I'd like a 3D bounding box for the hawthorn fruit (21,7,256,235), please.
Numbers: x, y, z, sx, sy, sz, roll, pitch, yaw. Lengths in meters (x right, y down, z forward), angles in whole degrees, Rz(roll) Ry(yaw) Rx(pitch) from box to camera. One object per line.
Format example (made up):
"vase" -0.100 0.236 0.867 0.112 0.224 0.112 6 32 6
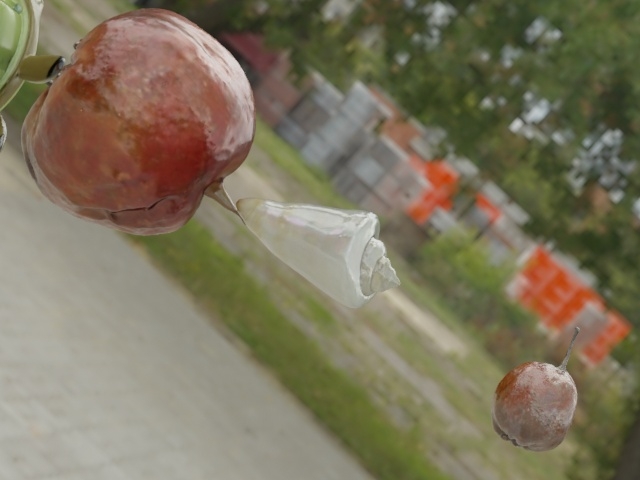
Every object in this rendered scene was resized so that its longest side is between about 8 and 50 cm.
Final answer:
"hawthorn fruit" -0.162 -0.100 1.773 0.271 0.242 0.242 37 5 -12

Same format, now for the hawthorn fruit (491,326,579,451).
"hawthorn fruit" 0.175 0.115 1.322 0.067 0.103 0.067 38 -10 8

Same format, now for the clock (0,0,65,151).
"clock" -0.291 -0.155 1.322 0.232 0.170 0.069 37 -4 24

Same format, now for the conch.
"conch" -0.002 0.012 1.665 0.176 0.094 0.104 8 9 20
